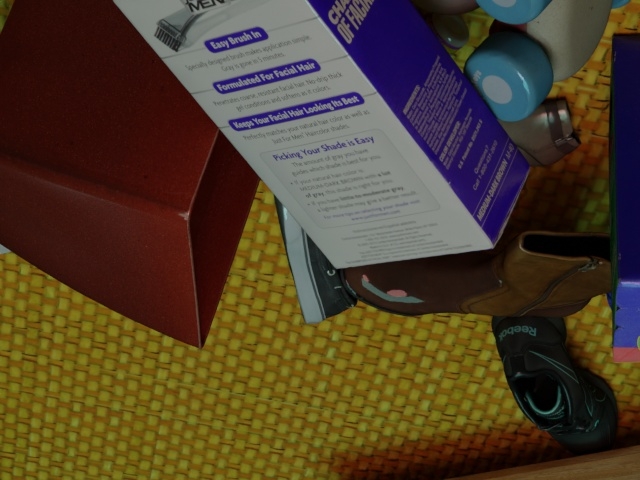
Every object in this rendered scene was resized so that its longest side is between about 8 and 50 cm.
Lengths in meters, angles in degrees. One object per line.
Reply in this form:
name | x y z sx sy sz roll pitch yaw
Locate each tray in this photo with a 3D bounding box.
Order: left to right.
tray | 0.221 0.335 2.296 0.410 0.076 0.203 -13 154 20

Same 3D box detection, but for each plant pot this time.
plant pot | -0.189 -0.095 1.780 0.235 0.267 0.267 14 151 6

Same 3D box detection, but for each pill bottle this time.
pill bottle | 0.100 -0.183 1.820 0.043 0.043 0.083 31 132 -24

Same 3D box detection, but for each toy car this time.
toy car | 0.138 -0.261 1.660 0.238 0.219 0.210 25 142 24

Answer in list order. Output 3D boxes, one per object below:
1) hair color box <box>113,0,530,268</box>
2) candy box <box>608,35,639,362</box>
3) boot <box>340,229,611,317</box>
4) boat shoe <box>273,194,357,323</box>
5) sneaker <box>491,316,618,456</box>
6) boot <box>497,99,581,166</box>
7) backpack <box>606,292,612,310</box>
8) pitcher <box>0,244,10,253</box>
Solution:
hair color box | 0.006 -0.131 1.600 0.185 0.110 0.339 -8 134 41
candy box | 0.396 -0.045 1.727 0.268 0.317 0.122 0 136 9
boot | 0.169 0.032 1.899 0.264 0.096 0.280 14 172 -8
boat shoe | 0.000 0.000 2.011 0.076 0.080 0.228 -14 133 -2
sneaker | 0.259 0.178 2.142 0.101 0.106 0.267 -18 133 22
boot | 0.203 -0.119 1.883 0.087 0.042 0.118 -20 132 18
backpack | 0.349 0.041 1.992 0.101 0.098 0.120 3 151 17
pitcher | -0.434 -0.049 1.993 0.207 0.125 0.177 27 150 -35
